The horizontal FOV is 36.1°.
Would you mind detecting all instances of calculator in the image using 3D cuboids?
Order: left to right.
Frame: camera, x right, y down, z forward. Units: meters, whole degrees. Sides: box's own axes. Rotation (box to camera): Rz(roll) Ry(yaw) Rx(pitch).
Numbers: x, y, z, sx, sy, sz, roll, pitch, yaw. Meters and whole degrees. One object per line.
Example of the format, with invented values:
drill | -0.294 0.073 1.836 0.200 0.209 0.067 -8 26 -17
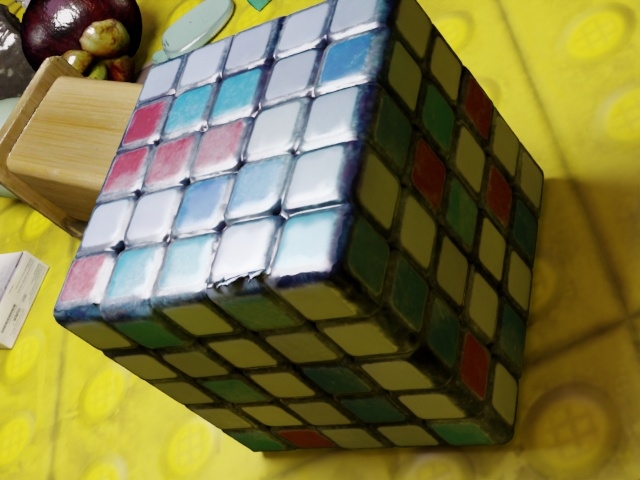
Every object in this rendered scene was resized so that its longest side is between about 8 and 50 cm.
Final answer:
calculator | -0.195 -0.317 1.487 0.153 0.021 0.095 -36 40 4

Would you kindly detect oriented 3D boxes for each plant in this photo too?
plant | -0.618 -0.254 1.674 0.321 0.194 0.181 -41 37 3

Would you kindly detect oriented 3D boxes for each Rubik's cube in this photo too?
Rubik's cube | 0.000 0.000 0.856 0.292 0.293 0.286 -12 51 37

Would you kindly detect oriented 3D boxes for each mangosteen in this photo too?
mangosteen | -0.357 -0.306 1.510 0.194 0.194 0.230 -38 60 10

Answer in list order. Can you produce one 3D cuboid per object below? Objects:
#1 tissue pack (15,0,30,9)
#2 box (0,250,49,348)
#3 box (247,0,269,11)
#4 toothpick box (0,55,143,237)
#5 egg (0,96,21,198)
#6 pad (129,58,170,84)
tissue pack | -0.474 -0.528 1.829 0.215 0.123 0.256 -35 42 11
box | -0.461 0.084 1.371 0.129 0.051 0.130 -6 53 38
box | -0.059 -0.457 1.380 0.226 0.161 0.042 -43 40 3
toothpick box | -0.239 -0.101 1.237 0.308 0.190 0.187 13 67 40
egg | -0.454 -0.137 1.467 0.192 0.149 0.149 -8 53 35
pad | -0.268 -0.178 1.455 0.176 0.002 0.266 -23 46 26
